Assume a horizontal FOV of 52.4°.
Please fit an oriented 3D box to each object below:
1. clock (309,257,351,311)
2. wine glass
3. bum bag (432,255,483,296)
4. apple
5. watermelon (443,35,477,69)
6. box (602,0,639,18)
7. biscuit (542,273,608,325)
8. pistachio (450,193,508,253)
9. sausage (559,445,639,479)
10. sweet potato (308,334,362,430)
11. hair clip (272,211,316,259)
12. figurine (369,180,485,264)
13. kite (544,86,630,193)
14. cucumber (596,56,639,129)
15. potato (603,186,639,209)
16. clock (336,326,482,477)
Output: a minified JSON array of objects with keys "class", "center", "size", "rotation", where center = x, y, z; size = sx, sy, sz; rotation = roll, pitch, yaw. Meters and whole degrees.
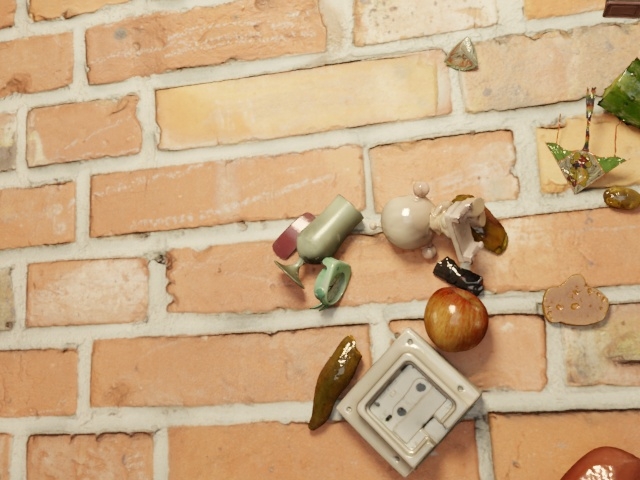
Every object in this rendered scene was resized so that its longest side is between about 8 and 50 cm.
[{"class":"clock","center":[0.021,0.110,1.559],"size":[0.041,0.101,0.135],"rotation":[22,90,29]},{"class":"wine glass","center":[0.000,0.000,1.580],"size":[0.103,0.103,0.231],"rotation":[42,88,15]},{"class":"bum bag","center":[0.326,0.085,1.527],"size":[0.124,0.034,0.058],"rotation":[30,102,16]},{"class":"apple","center":[0.302,0.181,1.462],"size":[0.146,0.146,0.131],"rotation":[22,104,15]},{"class":"watermelon","center":[0.348,-0.464,1.595],"size":[0.085,0.061,0.085],"rotation":[0,90,15]},{"class":"box","center":[0.716,-0.567,1.535],"size":[0.084,0.060,0.063],"rotation":[7,75,14]},{"class":"biscuit","center":[0.575,0.134,1.469],"size":[0.140,0.023,0.118],"rotation":[7,83,14]},{"class":"pistachio","center":[0.368,-0.038,1.530],"size":[0.089,0.049,0.173],"rotation":[-41,75,5]},{"class":"sausage","center":[0.562,0.536,1.350],"size":[0.148,0.148,0.254],"rotation":[36,88,15]},{"class":"sweet potato","center":[0.029,0.339,1.532],"size":[0.077,0.077,0.244],"rotation":[27,86,15]},{"class":"hair clip","center":[-0.064,-0.013,1.636],"size":[0.137,0.022,0.054],"rotation":[-44,78,3]},{"class":"figurine","center":[0.242,-0.032,1.502],"size":[0.256,0.182,0.145],"rotation":[2,56,38]},{"class":"kite","center":[0.607,-0.224,1.480],"size":[0.198,0.006,0.245],"rotation":[17,108,39]},{"class":"cucumber","center":[0.755,-0.294,1.450],"size":[0.244,0.134,0.134],"rotation":[40,91,12]},{"class":"potato","center":[0.683,-0.096,1.473],"size":[0.083,0.040,0.051],"rotation":[9,88,15]},{"class":"clock","center":[0.196,0.365,1.471],"size":[0.231,0.116,0.262],"rotation":[43,91,16]}]
